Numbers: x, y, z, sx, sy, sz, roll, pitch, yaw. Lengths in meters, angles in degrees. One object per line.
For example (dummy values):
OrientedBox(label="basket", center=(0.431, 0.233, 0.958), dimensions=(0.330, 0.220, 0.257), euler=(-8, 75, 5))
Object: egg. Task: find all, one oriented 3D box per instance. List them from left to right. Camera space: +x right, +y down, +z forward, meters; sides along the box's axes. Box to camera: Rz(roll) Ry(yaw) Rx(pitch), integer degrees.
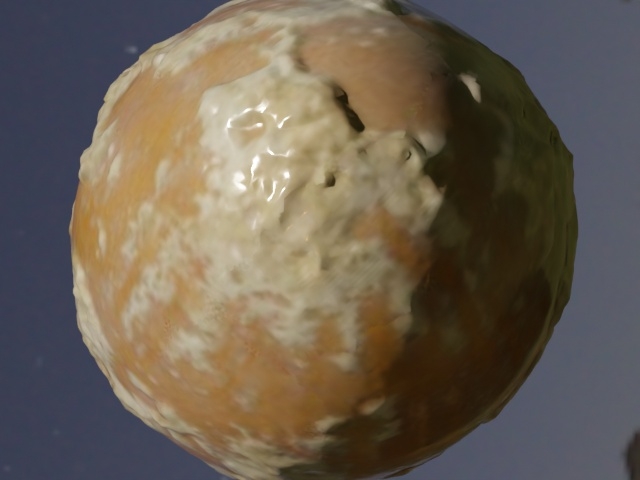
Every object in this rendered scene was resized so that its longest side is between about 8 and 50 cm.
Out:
OrientedBox(label="egg", center=(0.000, 0.000, 0.665), dimensions=(0.245, 0.203, 0.203), euler=(122, 159, -74))
